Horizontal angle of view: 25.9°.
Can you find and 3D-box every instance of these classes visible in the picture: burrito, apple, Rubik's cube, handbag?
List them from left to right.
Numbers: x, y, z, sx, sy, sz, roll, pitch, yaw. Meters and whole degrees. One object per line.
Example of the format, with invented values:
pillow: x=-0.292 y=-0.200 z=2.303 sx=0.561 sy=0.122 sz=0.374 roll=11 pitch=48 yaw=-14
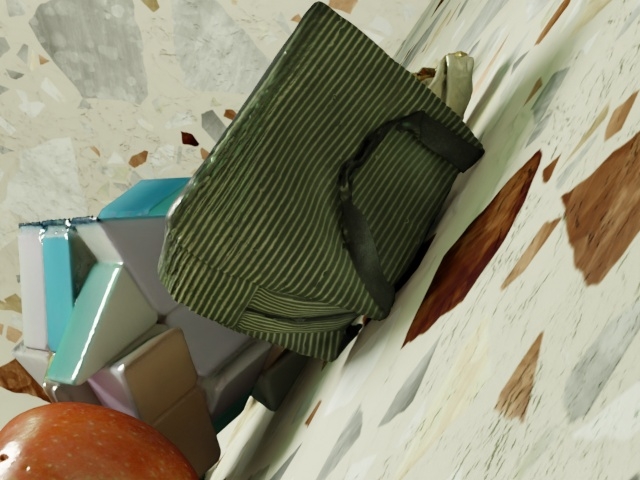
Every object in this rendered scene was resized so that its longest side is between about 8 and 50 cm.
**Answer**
apple: x=-0.273 y=0.350 z=1.491 sx=0.348 sy=0.277 sz=0.348 roll=-57 pitch=5 yaw=8
Rubik's cube: x=-0.206 y=0.102 z=1.751 sx=0.358 sy=0.368 sz=0.387 roll=-38 pitch=19 yaw=-25
handbag: x=0.002 y=-0.047 z=1.461 sx=0.340 sy=0.240 sz=0.247 roll=-59 pitch=1 yaw=-22
burrito: x=0.074 y=-0.065 z=1.649 sx=0.392 sy=0.076 sz=0.117 roll=-60 pitch=-36 yaw=-9

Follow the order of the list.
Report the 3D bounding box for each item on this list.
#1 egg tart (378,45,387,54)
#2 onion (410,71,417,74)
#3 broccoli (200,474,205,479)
egg tart: x=-0.002 y=-0.151 z=1.987 sx=0.123 sy=0.294 sz=0.294 roll=30 pitch=87 yaw=46
onion: x=0.109 y=-0.172 z=1.913 sx=0.118 sy=0.119 sz=0.117 roll=-65 pitch=-13 yaw=-56
broccoli: x=-0.233 y=0.345 z=1.857 sx=0.167 sy=0.160 sz=0.154 roll=-52 pitch=35 yaw=34
